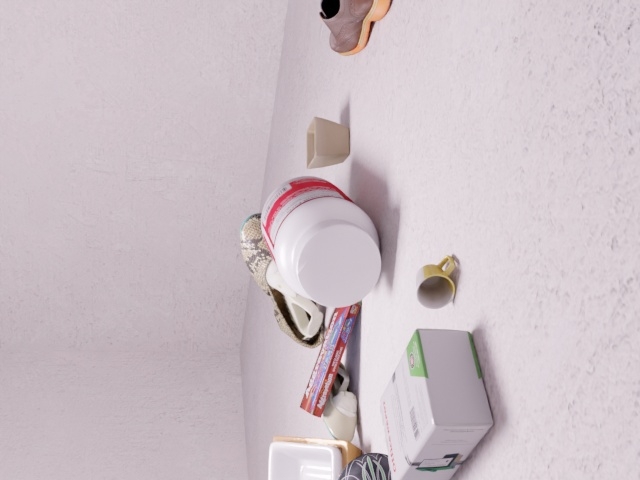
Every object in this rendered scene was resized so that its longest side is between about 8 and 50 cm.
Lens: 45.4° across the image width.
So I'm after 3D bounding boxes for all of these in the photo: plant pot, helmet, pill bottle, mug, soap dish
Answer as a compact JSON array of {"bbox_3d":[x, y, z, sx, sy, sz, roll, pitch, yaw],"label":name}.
[{"bbox_3d":[0.020,-0.248,1.975,0.109,0.096,0.109,136,135,-72],"label":"plant pot"},{"bbox_3d":[0.099,0.453,1.306,0.169,0.169,0.161,-106,5,-56],"label":"helmet"},{"bbox_3d":[0.000,0.000,1.702,0.407,0.229,0.229,-125,39,-71],"label":"pill bottle"},{"bbox_3d":[0.188,0.066,1.239,0.062,0.078,0.064,62,-170,-21],"label":"mug"},{"bbox_3d":[-0.009,0.587,1.707,0.229,0.118,0.290,-9,77,41],"label":"soap dish"}]

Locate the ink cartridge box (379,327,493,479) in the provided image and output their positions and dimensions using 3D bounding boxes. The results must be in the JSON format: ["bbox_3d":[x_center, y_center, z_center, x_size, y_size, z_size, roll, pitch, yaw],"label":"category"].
[{"bbox_3d":[0.168,0.260,1.171,0.219,0.093,0.160,106,163,-49],"label":"ink cartridge box"}]

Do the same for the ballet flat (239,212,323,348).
[{"bbox_3d":[-0.070,0.127,2.031,0.182,0.164,0.483,45,162,40],"label":"ballet flat"}]

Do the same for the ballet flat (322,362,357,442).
[{"bbox_3d":[0.045,0.368,1.803,0.248,0.086,0.086,-108,23,-61],"label":"ballet flat"}]

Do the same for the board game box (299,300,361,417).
[{"bbox_3d":[0.022,0.274,1.817,0.145,0.027,0.281,152,139,-77],"label":"board game box"}]

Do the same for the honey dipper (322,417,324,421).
[{"bbox_3d":[0.026,0.473,1.983,0.161,0.030,0.030,140,131,-78],"label":"honey dipper"}]

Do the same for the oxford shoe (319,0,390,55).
[{"bbox_3d":[0.055,-0.530,1.767,0.364,0.133,0.130,139,131,-75],"label":"oxford shoe"}]
